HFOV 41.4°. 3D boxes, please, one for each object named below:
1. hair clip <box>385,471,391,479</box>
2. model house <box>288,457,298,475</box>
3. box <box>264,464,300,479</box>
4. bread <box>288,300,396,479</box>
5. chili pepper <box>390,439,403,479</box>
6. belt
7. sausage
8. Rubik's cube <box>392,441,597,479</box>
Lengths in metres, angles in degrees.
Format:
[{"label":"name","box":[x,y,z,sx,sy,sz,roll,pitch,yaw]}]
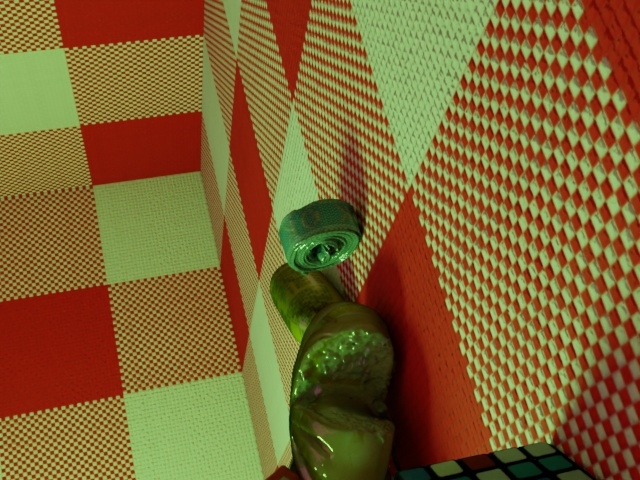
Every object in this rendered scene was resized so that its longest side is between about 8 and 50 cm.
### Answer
[{"label":"hair clip","box":[0.112,0.435,1.546,0.054,0.022,0.137,94,163,-47]},{"label":"model house","box":[0.045,0.446,1.558,0.136,0.207,0.219,27,150,39]},{"label":"box","box":[-0.031,0.634,1.404,0.348,0.257,0.319,30,131,28]},{"label":"bread","box":[0.028,0.269,1.396,0.333,0.160,0.333,-176,90,-84]},{"label":"chili pepper","box":[0.150,0.430,1.279,0.071,0.063,0.272,115,148,-48]},{"label":"belt","box":[0.000,-0.003,1.472,0.163,0.147,0.082,39,-149,-65]},{"label":"sausage","box":[-0.022,0.127,1.687,0.347,0.123,0.123,-133,36,-68]},{"label":"Rubik's cube","box":[0.184,0.321,0.799,0.187,0.182,0.184,-148,52,-73]}]
